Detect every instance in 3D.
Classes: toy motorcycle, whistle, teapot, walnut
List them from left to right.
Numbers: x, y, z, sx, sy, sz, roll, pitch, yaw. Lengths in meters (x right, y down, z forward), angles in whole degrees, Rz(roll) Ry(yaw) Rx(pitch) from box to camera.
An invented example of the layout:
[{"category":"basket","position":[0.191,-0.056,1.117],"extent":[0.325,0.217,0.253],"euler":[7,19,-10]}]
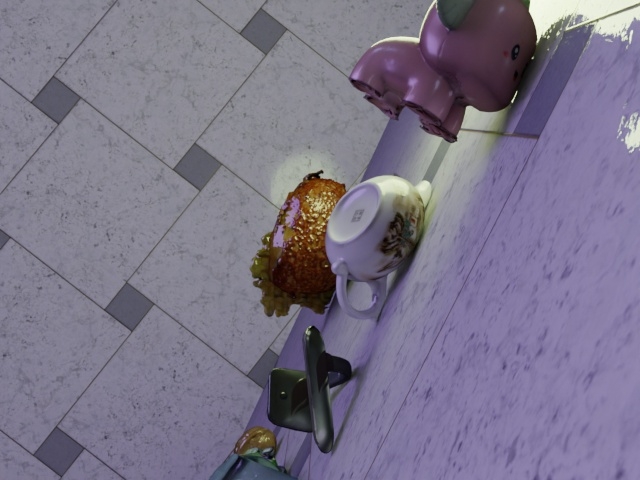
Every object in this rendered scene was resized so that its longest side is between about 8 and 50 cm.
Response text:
[{"category":"toy motorcycle","position":[-0.140,0.473,1.746],"extent":[0.106,0.074,0.190],"euler":[-21,12,-21]},{"category":"walnut","position":[-0.161,0.516,2.098],"extent":[0.124,0.105,0.105],"euler":[-64,3,9]},{"category":"whistle","position":[-0.111,0.462,1.493],"extent":[0.290,0.163,0.163],"euler":[5,65,49]},{"category":"teapot","position":[0.099,-0.006,1.519],"extent":[0.204,0.139,0.298],"euler":[10,68,54]}]

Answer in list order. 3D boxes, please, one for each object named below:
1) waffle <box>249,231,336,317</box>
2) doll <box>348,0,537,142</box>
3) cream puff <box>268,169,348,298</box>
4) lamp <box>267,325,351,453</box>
[{"category":"waffle","position":[-0.065,0.092,2.417],"extent":[0.301,0.281,0.058],"euler":[-25,9,-35]},{"category":"doll","position":[0.201,-0.293,1.233],"extent":[0.268,0.216,0.284],"euler":[-60,-29,-1]},{"category":"cream puff","position":[0.000,0.002,2.253],"extent":[0.350,0.229,0.350],"euler":[-61,-13,-24]},{"category":"lamp","position":[-0.009,0.289,1.475],"extent":[0.283,0.125,0.203],"euler":[126,149,-60]}]
